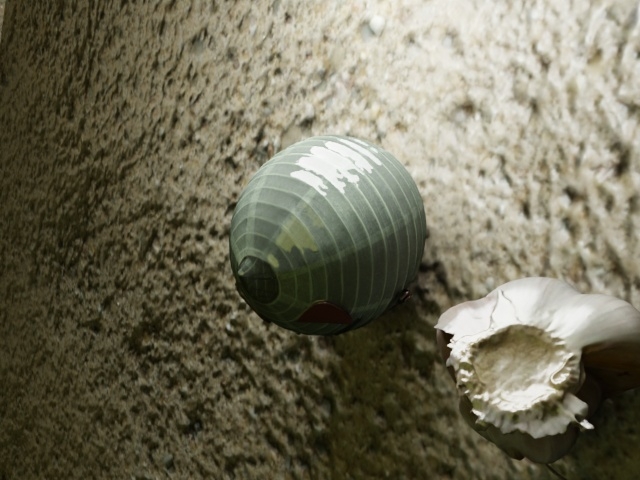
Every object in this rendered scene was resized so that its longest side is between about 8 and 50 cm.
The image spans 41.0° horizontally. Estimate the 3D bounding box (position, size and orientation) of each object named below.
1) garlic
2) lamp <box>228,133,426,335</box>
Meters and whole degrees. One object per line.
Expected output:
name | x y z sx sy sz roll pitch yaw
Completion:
garlic | 0.212 0.161 0.792 0.207 0.207 0.257 -28 77 46
lamp | 0.000 0.000 1.003 0.265 0.233 0.233 -12 81 55
